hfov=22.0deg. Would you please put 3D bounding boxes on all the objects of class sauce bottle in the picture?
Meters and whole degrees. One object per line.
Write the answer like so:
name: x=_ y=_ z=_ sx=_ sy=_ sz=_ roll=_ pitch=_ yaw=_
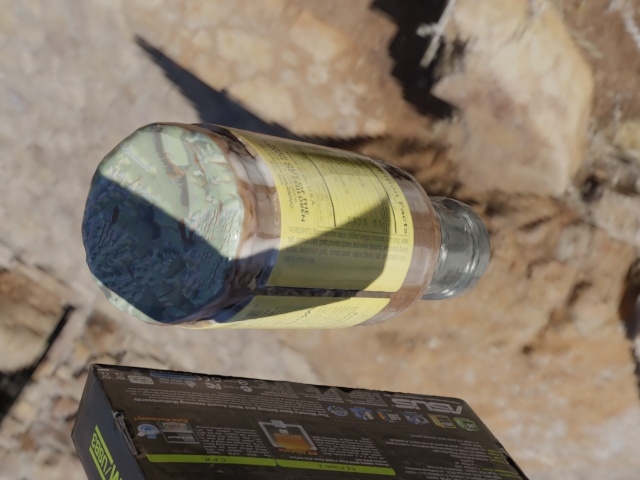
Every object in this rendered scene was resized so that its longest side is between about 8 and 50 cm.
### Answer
sauce bottle: x=0.000 y=0.000 z=0.972 sx=0.111 sy=0.111 sz=0.344 roll=4 pitch=178 yaw=29

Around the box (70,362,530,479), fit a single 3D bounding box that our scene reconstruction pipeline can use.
box: x=0.011 y=0.117 z=0.664 sx=0.191 sy=0.184 sz=0.045 roll=8 pitch=114 yaw=-26
